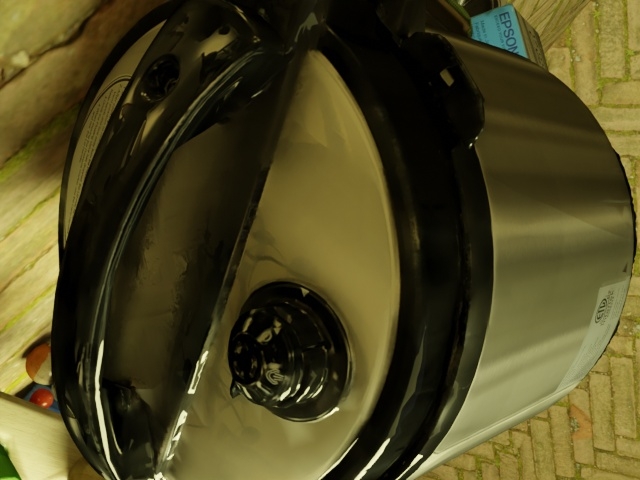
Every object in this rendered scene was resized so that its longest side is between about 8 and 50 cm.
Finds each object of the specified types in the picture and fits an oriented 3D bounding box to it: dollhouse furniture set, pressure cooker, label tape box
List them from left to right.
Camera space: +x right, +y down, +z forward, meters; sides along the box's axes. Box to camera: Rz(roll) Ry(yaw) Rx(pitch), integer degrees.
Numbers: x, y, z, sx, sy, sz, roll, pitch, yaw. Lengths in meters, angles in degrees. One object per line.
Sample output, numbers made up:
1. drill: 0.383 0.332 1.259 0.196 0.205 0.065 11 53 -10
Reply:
1. pressure cooker: 0.005 0.001 0.550 0.375 0.370 0.420 -19 171 40
2. dollhouse furniture set: 0.104 -0.244 0.685 0.058 0.152 0.076 -43 170 -5
3. label tape box: 0.284 -0.173 1.033 0.115 0.249 0.347 -15 180 27

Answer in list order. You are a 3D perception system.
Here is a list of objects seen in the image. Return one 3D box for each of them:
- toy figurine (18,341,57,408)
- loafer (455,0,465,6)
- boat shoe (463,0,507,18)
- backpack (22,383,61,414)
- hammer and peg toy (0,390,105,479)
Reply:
1. toy figurine: -0.347 0.219 0.787 0.213 0.148 0.209 -49 176 12
2. loafer: 0.114 -0.275 0.753 0.078 0.080 0.220 -1 126 -20
3. boat shoe: 0.201 -0.305 1.136 0.076 0.080 0.228 -40 177 -41
4. backpack: -0.359 0.239 0.961 0.120 0.097 0.101 116 -4 -50
5. hammer and peg toy: -0.278 0.267 0.598 0.361 0.127 0.266 39 78 -40
